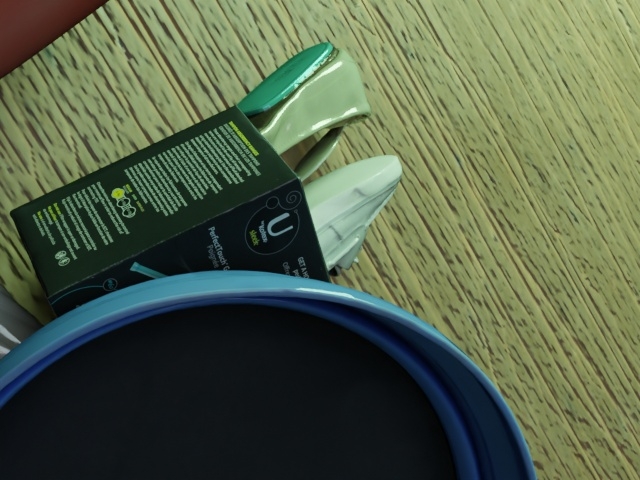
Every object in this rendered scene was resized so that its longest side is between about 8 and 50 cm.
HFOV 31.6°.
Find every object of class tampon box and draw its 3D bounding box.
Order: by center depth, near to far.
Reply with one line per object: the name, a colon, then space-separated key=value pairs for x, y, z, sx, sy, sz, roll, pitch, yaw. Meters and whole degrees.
tampon box: x=-0.089 y=0.014 z=0.711 sx=0.161 sy=0.101 sz=0.120 roll=-26 pitch=131 yaw=-12

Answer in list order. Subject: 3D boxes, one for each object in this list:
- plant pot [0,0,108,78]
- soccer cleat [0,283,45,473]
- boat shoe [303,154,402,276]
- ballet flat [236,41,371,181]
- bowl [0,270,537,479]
plant pot: x=-0.237 y=-0.200 z=0.637 sx=0.275 sy=0.275 sz=0.243 roll=44 pitch=71 yaw=-18
soccer cleat: x=-0.201 y=0.061 z=0.699 sx=0.076 sy=0.068 sz=0.196 roll=-26 pitch=84 yaw=-42
boat shoe: x=0.000 y=0.000 z=0.856 sx=0.184 sy=0.066 sz=0.063 roll=-41 pitch=117 yaw=-34
ballet flat: x=-0.052 y=-0.061 z=0.825 sx=0.248 sy=0.086 sz=0.086 roll=-38 pitch=101 yaw=-33
bowl: x=-0.059 y=0.199 z=0.667 sx=0.391 sy=0.077 sz=0.391 roll=-5 pitch=108 yaw=-17
